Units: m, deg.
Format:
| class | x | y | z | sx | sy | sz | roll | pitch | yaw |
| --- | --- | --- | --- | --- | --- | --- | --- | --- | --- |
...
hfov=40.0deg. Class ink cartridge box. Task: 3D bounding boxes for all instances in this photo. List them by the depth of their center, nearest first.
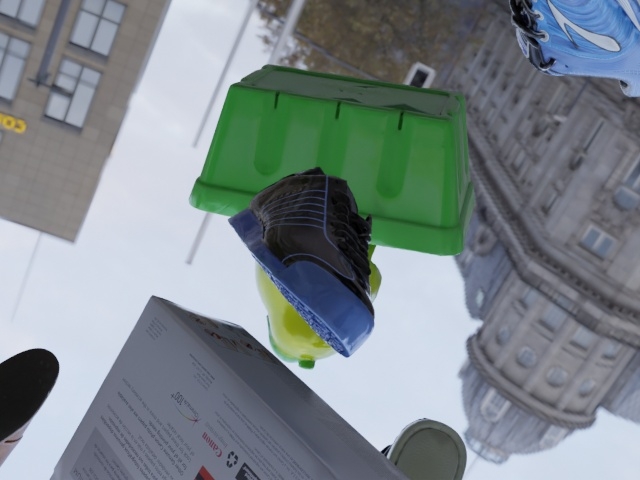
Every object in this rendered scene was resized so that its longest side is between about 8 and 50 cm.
| class | x | y | z | sx | sy | sz | roll | pitch | yaw |
| --- | --- | --- | --- | --- | --- | --- | --- | --- | --- |
| ink cartridge box | -0.101 | 0.245 | 0.785 | 0.130 | 0.271 | 0.309 | 26 | -173 | -45 |

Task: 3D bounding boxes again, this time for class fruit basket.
| class | x | y | z | sx | sy | sz | roll | pitch | yaw |
| --- | --- | --- | --- | --- | --- | --- | --- | --- | --- |
| fruit basket | 0.018 | -0.028 | 1.202 | 0.392 | 0.392 | 0.283 | 28 | -155 | 2 |

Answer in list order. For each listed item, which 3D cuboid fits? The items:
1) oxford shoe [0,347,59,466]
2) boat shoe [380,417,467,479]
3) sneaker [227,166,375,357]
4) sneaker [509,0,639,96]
| class | x | y | z | sx | sy | sz | roll | pitch | yaw |
| --- | --- | --- | --- | --- | --- | --- | --- | --- | --- |
| oxford shoe | -0.359 | 0.208 | 0.957 | 0.076 | 0.212 | 0.076 | 35 | 167 | 16 |
| boat shoe | 0.059 | 0.366 | 1.050 | 0.127 | 0.340 | 0.113 | 25 | 173 | -1 |
| sneaker | 0.000 | 0.000 | 0.632 | 0.081 | 0.090 | 0.232 | 53 | 177 | -27 |
| sneaker | 0.200 | -0.201 | 0.714 | 0.330 | 0.147 | 0.129 | 25 | -130 | -30 |
